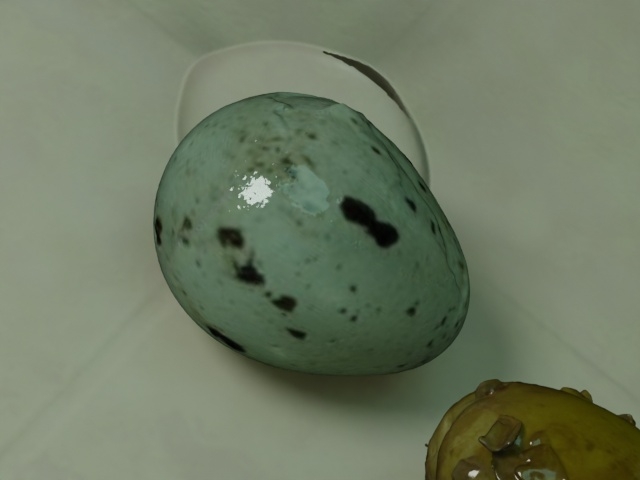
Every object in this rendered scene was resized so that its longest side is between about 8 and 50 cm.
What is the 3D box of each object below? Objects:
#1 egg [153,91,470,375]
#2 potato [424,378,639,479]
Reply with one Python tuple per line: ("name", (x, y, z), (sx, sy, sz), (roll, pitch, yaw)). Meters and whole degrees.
("egg", (0.000, 0.000, 0.766), (0.164, 0.131, 0.131), (24, 54, -16))
("potato", (0.143, 0.196, 0.693), (0.173, 0.140, 0.300), (-25, 76, -45))
